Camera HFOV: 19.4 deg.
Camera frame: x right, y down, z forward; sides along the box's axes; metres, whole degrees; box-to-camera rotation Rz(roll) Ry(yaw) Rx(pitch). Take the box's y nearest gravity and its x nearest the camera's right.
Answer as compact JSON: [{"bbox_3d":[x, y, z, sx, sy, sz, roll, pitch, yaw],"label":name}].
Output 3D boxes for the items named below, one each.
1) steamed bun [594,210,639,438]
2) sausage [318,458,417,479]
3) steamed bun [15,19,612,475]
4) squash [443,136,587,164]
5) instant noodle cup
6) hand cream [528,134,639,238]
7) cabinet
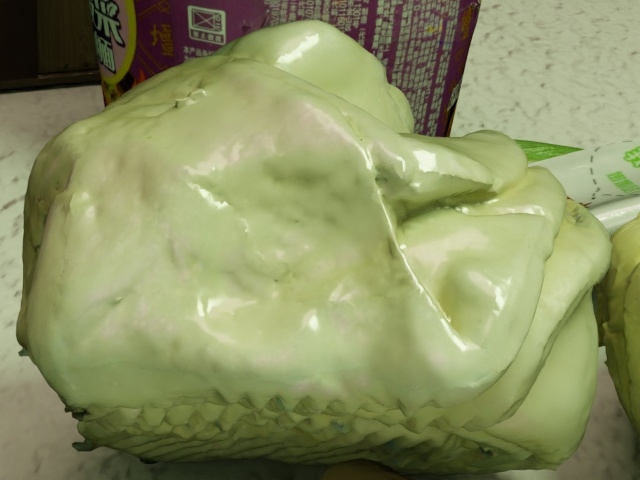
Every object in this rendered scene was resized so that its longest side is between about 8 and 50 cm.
[{"bbox_3d":[0.256,0.058,0.941,0.232,0.166,0.273,-6,5,5],"label":"steamed bun"},{"bbox_3d":[0.115,0.172,0.789,0.301,0.065,0.066,21,29,40],"label":"sausage"},{"bbox_3d":[0.000,0.000,0.896,0.280,0.207,0.268,1,-14,13],"label":"steamed bun"},{"bbox_3d":[0.158,-0.021,1.214,0.293,0.082,0.082,9,24,15],"label":"squash"},{"bbox_3d":[-0.022,-0.181,1.338,0.340,0.265,0.340,1,24,-1],"label":"instant noodle cup"},{"bbox_3d":[0.111,-0.013,1.116,0.336,0.076,0.121,-17,22,-5],"label":"hand cream"},{"bbox_3d":[-0.275,-0.225,1.531,0.215,0.174,0.148,-8,25,-20],"label":"cabinet"}]
